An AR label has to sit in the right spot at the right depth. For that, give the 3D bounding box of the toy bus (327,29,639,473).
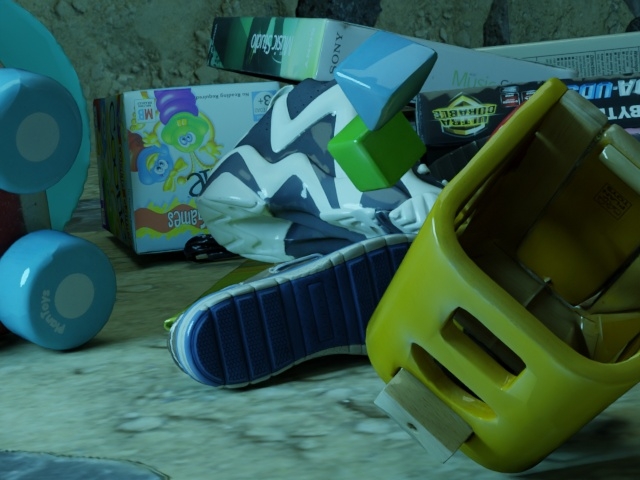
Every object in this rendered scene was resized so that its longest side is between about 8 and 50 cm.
[{"bbox_3d":[0.069,0.034,0.504,0.104,0.202,0.191,-44,34,-24],"label":"toy bus"}]

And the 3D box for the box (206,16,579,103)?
[{"bbox_3d":[0.050,-0.154,1.194,0.232,0.059,0.322,8,5,-21],"label":"box"}]

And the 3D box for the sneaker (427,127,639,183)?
[{"bbox_3d":[0.218,-0.025,0.952,0.319,0.112,0.131,-8,-16,-2],"label":"sneaker"}]

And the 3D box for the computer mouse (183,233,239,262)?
[{"bbox_3d":[0.000,0.000,1.090,0.242,0.041,0.071,-10,-12,21],"label":"computer mouse"}]

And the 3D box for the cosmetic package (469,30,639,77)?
[{"bbox_3d":[0.291,-0.163,1.587,0.309,0.160,0.113,-5,7,-3],"label":"cosmetic package"}]

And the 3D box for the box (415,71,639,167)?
[{"bbox_3d":[0.191,-0.068,1.074,0.220,0.051,0.175,-5,-24,5],"label":"box"}]

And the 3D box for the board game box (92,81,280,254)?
[{"bbox_3d":[-0.131,-0.075,1.271,0.144,0.142,0.275,-6,6,-15],"label":"board game box"}]

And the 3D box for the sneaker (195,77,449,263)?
[{"bbox_3d":[0.051,-0.051,0.861,0.235,0.094,0.153,7,57,27],"label":"sneaker"}]

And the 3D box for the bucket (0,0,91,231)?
[{"bbox_3d":[-0.335,-0.080,1.075,0.281,0.281,0.183,-12,9,-39],"label":"bucket"}]

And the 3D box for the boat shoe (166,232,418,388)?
[{"bbox_3d":[0.001,0.032,0.728,0.183,0.066,0.066,-9,7,-24],"label":"boat shoe"}]

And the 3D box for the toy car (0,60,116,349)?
[{"bbox_3d":[-0.291,-0.005,0.814,0.238,0.210,0.219,-28,32,-37],"label":"toy car"}]

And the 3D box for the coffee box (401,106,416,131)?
[{"bbox_3d":[0.084,-0.084,1.372,0.141,0.098,0.246,-2,9,10],"label":"coffee box"}]

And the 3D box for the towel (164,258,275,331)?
[{"bbox_3d":[-0.027,0.033,0.924,0.102,0.021,0.237,-8,8,12],"label":"towel"}]
